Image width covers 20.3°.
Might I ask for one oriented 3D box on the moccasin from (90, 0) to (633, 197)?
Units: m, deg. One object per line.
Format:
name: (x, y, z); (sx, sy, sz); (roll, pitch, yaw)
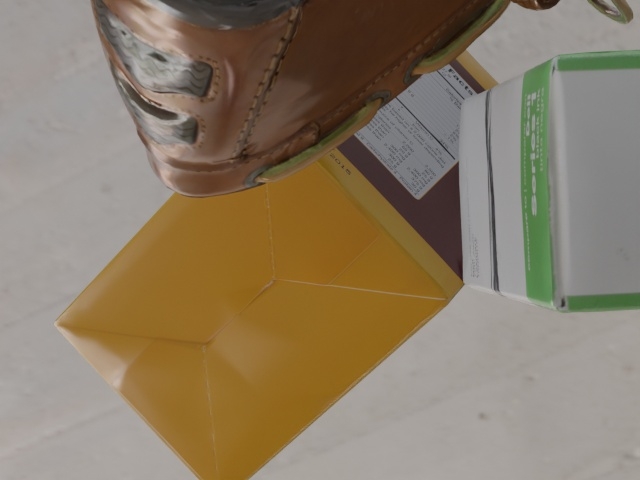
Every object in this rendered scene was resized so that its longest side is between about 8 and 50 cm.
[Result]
moccasin: (0.068, -0.152, 0.744); (0.139, 0.147, 0.380); (30, 59, 22)

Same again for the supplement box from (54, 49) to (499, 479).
supplement box: (0.000, 0.000, 0.947); (0.129, 0.194, 0.191); (47, 124, 1)

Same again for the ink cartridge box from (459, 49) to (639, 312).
ink cartridge box: (0.147, -0.023, 0.708); (0.160, 0.219, 0.092); (-3, 91, -4)
